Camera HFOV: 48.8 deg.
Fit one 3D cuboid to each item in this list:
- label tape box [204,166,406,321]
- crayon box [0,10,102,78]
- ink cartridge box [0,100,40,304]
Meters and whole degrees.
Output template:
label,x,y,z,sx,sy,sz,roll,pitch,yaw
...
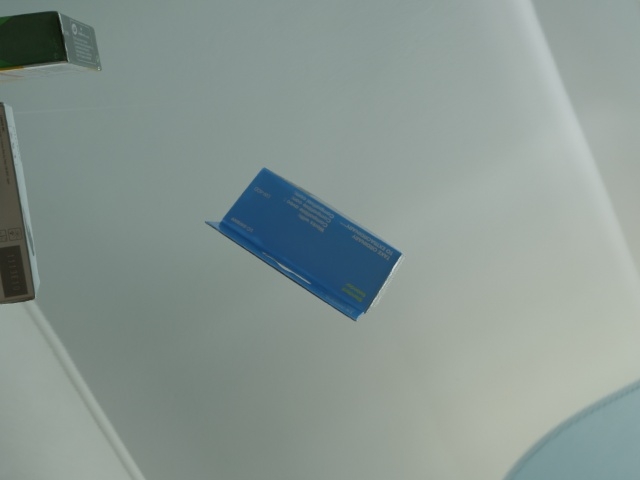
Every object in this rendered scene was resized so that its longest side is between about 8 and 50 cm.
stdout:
label,x,y,z,sx,sy,sz,roll,pitch,yaw
label tape box,0.000,0.000,1.048,0.241,0.334,0.105,32,-87,8
crayon box,-0.544,-0.298,1.134,0.323,0.203,0.083,-8,-79,-2
ink cartridge box,-0.468,-0.062,1.053,0.060,0.239,0.274,-8,-80,-17
